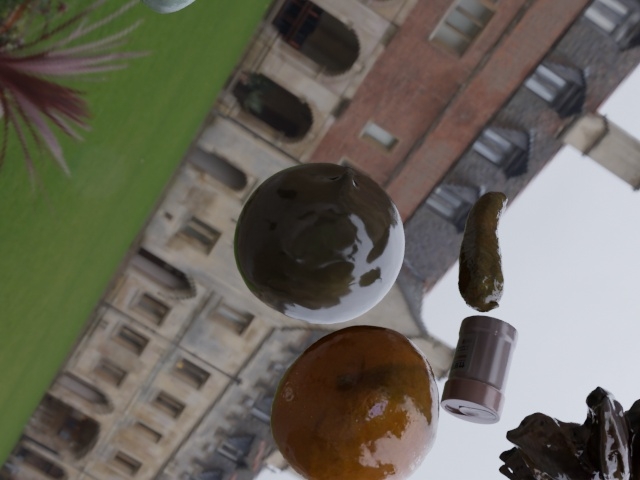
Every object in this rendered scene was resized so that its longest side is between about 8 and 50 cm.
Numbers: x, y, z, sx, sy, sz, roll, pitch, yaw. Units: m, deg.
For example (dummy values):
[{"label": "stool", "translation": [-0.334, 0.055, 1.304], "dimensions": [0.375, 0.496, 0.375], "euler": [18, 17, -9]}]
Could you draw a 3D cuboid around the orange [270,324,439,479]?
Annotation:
[{"label": "orange", "translation": [0.051, 0.229, 1.146], "dimensions": [0.240, 0.171, 0.240], "euler": [-16, -143, 13]}]

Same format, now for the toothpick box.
[{"label": "toothpick box", "translation": [0.257, 0.208, 1.377], "dimensions": [0.098, 0.098, 0.149], "euler": [-44, -157, 61]}]

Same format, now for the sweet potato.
[{"label": "sweet potato", "translation": [0.258, 0.008, 1.360], "dimensions": [0.075, 0.075, 0.273], "euler": [-51, -165, 40]}]

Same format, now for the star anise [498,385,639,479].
[{"label": "star anise", "translation": [0.289, 0.217, 0.846], "dimensions": [0.229, 0.236, 0.093], "euler": [103, -14, -52]}]

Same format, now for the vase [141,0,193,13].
[{"label": "vase", "translation": [-0.287, -0.487, 1.359], "dimensions": [0.128, 0.248, 0.128], "euler": [-23, -143, 19]}]

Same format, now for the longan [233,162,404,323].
[{"label": "longan", "translation": [-0.002, 0.004, 1.425], "dimensions": [0.297, 0.297, 0.297], "euler": [-56, -172, 12]}]
